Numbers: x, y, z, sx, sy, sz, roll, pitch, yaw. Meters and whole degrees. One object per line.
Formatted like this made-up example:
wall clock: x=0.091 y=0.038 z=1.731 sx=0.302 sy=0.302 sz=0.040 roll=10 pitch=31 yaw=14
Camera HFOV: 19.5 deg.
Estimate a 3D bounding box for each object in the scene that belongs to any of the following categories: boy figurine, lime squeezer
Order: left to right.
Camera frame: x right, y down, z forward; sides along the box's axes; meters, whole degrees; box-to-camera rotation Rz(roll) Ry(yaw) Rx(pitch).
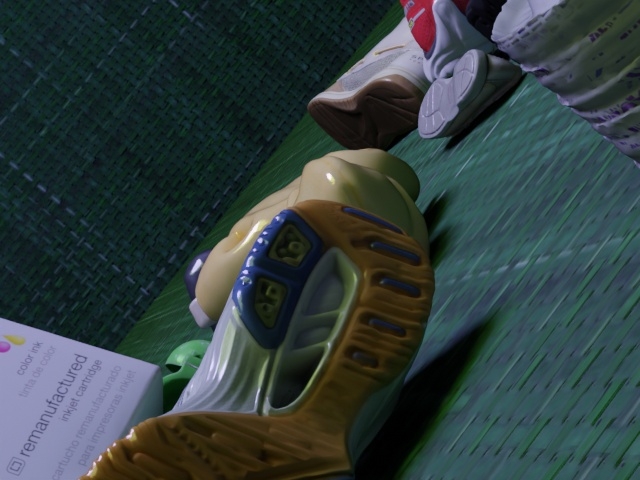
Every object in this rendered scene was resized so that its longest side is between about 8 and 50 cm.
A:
lime squeezer: x=-0.112 y=0.134 z=1.407 sx=0.110 sy=0.059 sz=0.310 roll=-49 pitch=7 yaw=14
boy figurine: x=0.000 y=0.000 z=1.210 sx=0.177 sy=0.092 sz=0.285 roll=-32 pitch=2 yaw=-21

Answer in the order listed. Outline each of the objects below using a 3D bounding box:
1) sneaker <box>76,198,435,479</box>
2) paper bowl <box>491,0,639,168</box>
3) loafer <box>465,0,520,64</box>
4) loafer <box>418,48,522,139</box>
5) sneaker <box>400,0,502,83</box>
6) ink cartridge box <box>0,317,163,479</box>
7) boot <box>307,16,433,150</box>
sneaker: x=-0.036 y=0.118 z=0.812 sx=0.296 sy=0.112 sz=0.131 roll=-53 pitch=-11 yaw=-41
paper bowl: x=0.172 y=-0.176 z=0.735 sx=0.284 sy=0.148 sz=0.284 roll=-50 pitch=4 yaw=5
loafer: x=0.148 y=-0.174 z=1.229 sx=0.078 sy=0.080 sz=0.220 roll=-51 pitch=6 yaw=-4
loafer: x=0.106 y=-0.101 z=1.347 sx=0.125 sy=0.039 sz=0.045 roll=136 pitch=139 yaw=-67
sneaker: x=0.114 y=-0.231 z=1.548 sx=0.107 sy=0.118 sz=0.279 roll=-25 pitch=19 yaw=14
ink cartridge box: x=-0.278 y=0.151 z=1.173 sx=0.131 sy=0.306 sz=0.226 roll=97 pitch=-166 yaw=-46
boot: x=0.082 y=-0.169 z=1.733 sx=0.165 sy=0.077 sz=0.213 roll=-54 pitch=13 yaw=-20
